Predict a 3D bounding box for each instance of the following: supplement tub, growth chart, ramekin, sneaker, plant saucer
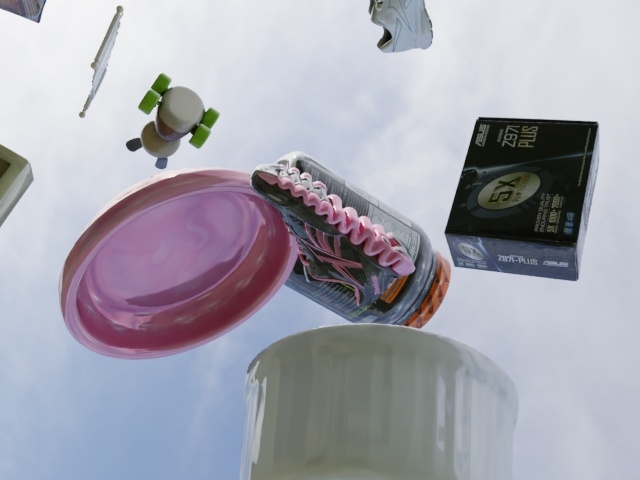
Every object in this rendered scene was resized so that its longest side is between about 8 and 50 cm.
[{"bbox_3d":[0.041,0.015,1.246,0.207,0.338,0.207,-49,-159,27],"label":"supplement tub"},{"bbox_3d":[-0.460,-0.377,1.560,0.237,0.021,0.172,-38,-147,61],"label":"growth chart"},{"bbox_3d":[0.052,0.211,0.707,0.277,0.277,0.135,-18,-136,27],"label":"ramekin"},{"bbox_3d":[0.165,-0.532,1.601,0.129,0.297,0.111,-19,-140,-4],"label":"sneaker"},{"bbox_3d":[0.000,0.000,0.462,0.119,0.047,0.057,35,-71,-12],"label":"sneaker"},{"bbox_3d":[-0.188,0.024,0.991,0.332,0.332,0.084,-46,-127,15],"label":"plant saucer"}]

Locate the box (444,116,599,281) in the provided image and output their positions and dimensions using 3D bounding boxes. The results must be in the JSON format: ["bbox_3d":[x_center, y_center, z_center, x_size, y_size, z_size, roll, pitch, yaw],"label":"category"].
[{"bbox_3d":[0.243,-0.054,0.878,0.147,0.077,0.180,7,-120,25],"label":"box"}]

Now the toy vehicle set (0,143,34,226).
[{"bbox_3d":[-0.299,0.026,0.382,0.166,0.035,0.267,31,-112,-9],"label":"toy vehicle set"}]

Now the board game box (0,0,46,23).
[{"bbox_3d":[-0.193,-0.220,0.362,0.243,0.165,0.042,-33,-133,52],"label":"board game box"}]

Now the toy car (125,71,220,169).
[{"bbox_3d":[-0.341,-0.238,1.619,0.188,0.155,0.149,-44,-160,35],"label":"toy car"}]
